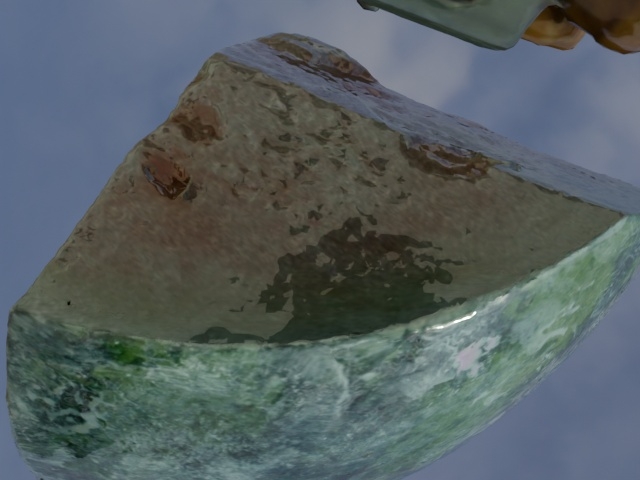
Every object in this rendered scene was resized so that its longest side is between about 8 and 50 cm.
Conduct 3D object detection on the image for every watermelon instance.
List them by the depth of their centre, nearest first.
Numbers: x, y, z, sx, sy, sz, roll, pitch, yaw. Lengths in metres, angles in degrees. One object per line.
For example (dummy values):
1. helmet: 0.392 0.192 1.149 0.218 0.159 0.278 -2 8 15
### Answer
1. watermelon: 0.000 0.000 0.913 0.228 0.387 0.258 115 -42 -56

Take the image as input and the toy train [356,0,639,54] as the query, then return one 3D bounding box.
1. toy train: 0.101 -0.233 0.592 0.369 0.163 0.231 122 -16 -48
